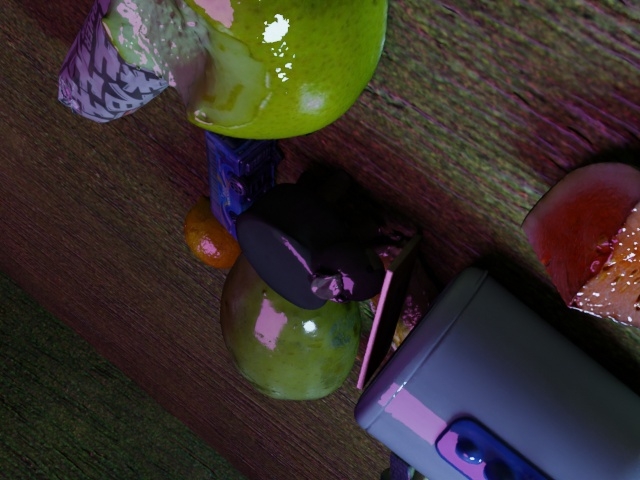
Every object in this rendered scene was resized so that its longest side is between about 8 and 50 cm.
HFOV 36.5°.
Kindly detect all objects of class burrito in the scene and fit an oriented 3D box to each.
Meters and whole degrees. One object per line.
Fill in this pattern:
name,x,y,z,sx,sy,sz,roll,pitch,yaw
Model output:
burrito,-0.272,-0.239,1.310,0.139,0.101,0.445,42,155,-13

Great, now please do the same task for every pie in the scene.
pie,0.132,0.109,1.315,0.128,0.068,0.282,-3,122,49

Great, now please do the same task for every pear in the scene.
pear,-0.073,-0.239,0.912,0.286,0.176,0.282,41,155,1

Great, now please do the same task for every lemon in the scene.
lemon,-0.151,-0.011,1.502,0.133,0.109,0.109,53,155,-7

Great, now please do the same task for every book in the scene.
book,0.085,0.088,1.201,0.012,0.118,0.172,20,117,14

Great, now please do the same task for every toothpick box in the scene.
toothpick box,0.236,0.227,1.123,0.354,0.263,0.263,38,156,6

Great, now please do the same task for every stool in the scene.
stool,0.002,0.006,1.239,0.228,0.139,0.153,36,154,24

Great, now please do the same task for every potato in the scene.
potato,-0.044,0.120,1.442,0.216,0.216,0.304,34,158,19

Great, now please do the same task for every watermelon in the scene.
watermelon,0.277,-0.007,0.871,0.193,0.137,0.145,33,120,20

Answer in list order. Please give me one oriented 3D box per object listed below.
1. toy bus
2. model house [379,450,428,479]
toy bus,-0.112,-0.087,1.347,0.094,0.079,0.236,38,156,15
model house,0.173,0.373,1.479,0.214,0.189,0.195,36,172,-22
